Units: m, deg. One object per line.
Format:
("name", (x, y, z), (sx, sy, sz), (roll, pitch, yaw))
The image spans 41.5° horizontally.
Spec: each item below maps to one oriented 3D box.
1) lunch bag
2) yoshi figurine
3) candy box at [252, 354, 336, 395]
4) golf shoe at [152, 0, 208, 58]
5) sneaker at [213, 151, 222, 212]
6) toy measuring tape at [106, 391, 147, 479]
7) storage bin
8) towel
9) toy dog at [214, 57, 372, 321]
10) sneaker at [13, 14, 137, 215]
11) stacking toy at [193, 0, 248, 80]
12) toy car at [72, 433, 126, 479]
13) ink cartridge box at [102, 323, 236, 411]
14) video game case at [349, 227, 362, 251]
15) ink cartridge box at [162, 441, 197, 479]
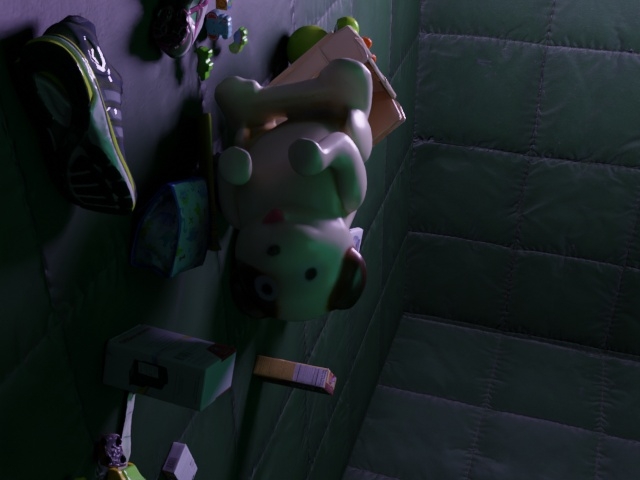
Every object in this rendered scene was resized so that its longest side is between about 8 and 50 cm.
("lunch bag", (-0.238, -0.028, 1.383), (0.129, 0.096, 0.151), (-31, 139, -71))
("yoshi figurine", (-0.009, -0.367, 1.976), (0.203, 0.203, 0.362), (-23, 146, -29))
("candy box", (-0.062, 0.335, 2.093), (0.109, 0.187, 0.053), (62, 41, -67))
("golf shoe", (-0.211, -0.378, 1.328), (0.086, 0.067, 0.186), (35, 75, -83))
("sneaker", (-0.169, -0.084, 1.671), (0.098, 0.083, 0.223), (-65, 150, -16))
("toy measuring tape", (-0.295, 0.404, 1.416), (0.121, 0.121, 0.330), (12, 88, -75))
("storage bin", (0.029, -0.286, 1.821), (0.260, 0.123, 0.262), (-39, 150, 5))
("towel", (-0.193, -0.100, 1.474), (0.102, 0.021, 0.237), (-171, -102, -71))
("toy dog", (-0.050, -0.053, 1.468), (0.395, 0.285, 0.408), (83, 8, -50))
("sneaker", (-0.290, -0.153, 1.094), (0.300, 0.111, 0.121), (87, 15, -46))
("stacking toy", (-0.180, -0.407, 1.457), (0.167, 0.052, 0.221), (-54, 153, -55))
("toy car", (-0.360, 0.348, 1.325), (0.040, 0.060, 0.122), (-40, 165, 30))
("ink cartridge box", (-0.242, 0.202, 1.362), (0.127, 0.175, 0.072), (-28, 129, -71))
("video game case", (0.036, 0.070, 2.098), (0.173, 0.022, 0.190), (-13, 118, -53))
("ink cartridge box", (-0.278, 0.454, 1.675), (0.115, 0.029, 0.063), (82, 22, -51))
